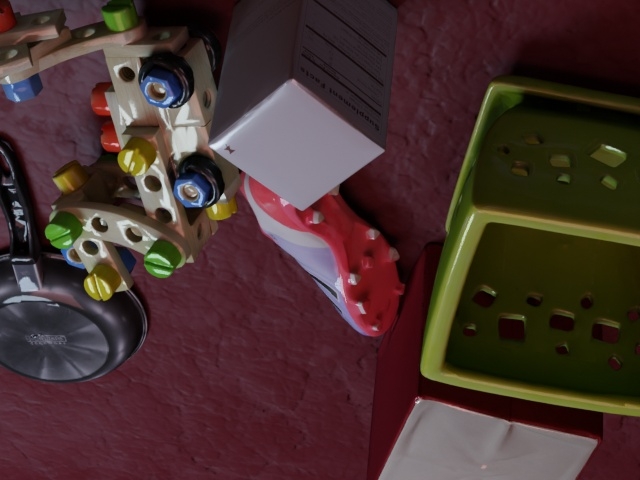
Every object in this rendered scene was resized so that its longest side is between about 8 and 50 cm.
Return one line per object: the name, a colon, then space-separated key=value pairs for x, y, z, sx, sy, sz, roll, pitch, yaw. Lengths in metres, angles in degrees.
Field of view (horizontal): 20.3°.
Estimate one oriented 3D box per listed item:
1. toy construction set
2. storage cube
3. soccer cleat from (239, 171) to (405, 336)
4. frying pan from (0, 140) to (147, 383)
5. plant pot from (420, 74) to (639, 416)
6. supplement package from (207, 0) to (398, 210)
toy construction set: x=-0.184 y=-0.094 z=1.566 sx=0.215 sy=0.151 sz=0.327 roll=2 pitch=139 yaw=25
storage cube: x=0.156 y=0.149 z=1.731 sx=0.184 sy=0.193 sz=0.215 roll=14 pitch=137 yaw=-7
soccer cleat: x=0.000 y=0.000 z=1.692 sx=0.095 sy=0.083 sz=0.248 roll=13 pitch=151 yaw=39
frying pan: x=-0.259 y=0.045 z=1.784 sx=0.197 sy=0.053 sz=0.326 roll=14 pitch=139 yaw=-9
plant pot: x=0.218 y=-0.006 z=1.552 sx=0.228 sy=0.207 sz=0.227 roll=10 pitch=137 yaw=-3
supplement package: x=-0.012 y=-0.135 z=1.466 sx=0.105 sy=0.179 sz=0.105 roll=35 pitch=130 yaw=-26
